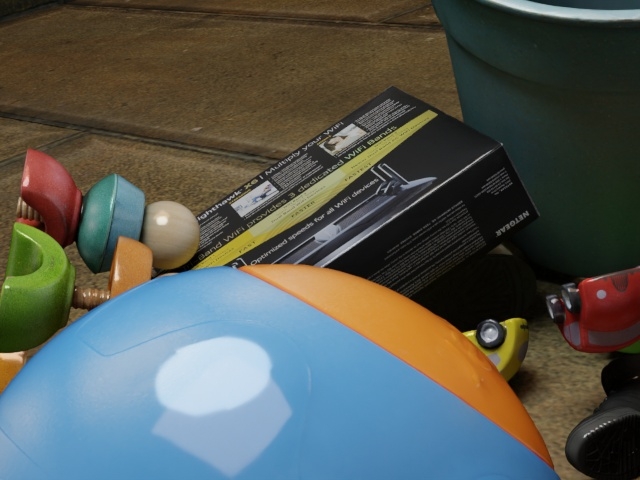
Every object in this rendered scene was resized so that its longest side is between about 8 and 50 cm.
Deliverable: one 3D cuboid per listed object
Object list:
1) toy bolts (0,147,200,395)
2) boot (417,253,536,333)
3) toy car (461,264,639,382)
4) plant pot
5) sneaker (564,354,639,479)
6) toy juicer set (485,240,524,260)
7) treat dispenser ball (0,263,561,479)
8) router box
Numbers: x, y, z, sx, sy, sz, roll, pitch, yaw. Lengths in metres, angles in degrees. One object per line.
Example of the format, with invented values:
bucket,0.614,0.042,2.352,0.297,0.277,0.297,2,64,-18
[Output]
toy bolts,-0.180,0.049,1.022,0.159,0.218,0.228,10,39,-13
boot,0.073,0.034,1.144,0.190,0.076,0.208,-14,16,-12
toy car,0.213,0.068,0.961,0.225,0.053,0.239,-5,-14,-38
plant pot,0.257,-0.164,1.089,0.341,0.334,0.341,-6,45,6
sneaker,0.226,0.119,0.893,0.170,0.051,0.089,-13,21,-25
toy juicer set,0.234,-0.042,1.275,0.329,0.089,0.209,-27,47,-15
treat dispenser ball,-0.028,0.153,0.570,0.288,0.288,0.288,-7,22,3
router box,0.000,0.000,1.088,0.309,0.081,0.243,-34,26,-5
